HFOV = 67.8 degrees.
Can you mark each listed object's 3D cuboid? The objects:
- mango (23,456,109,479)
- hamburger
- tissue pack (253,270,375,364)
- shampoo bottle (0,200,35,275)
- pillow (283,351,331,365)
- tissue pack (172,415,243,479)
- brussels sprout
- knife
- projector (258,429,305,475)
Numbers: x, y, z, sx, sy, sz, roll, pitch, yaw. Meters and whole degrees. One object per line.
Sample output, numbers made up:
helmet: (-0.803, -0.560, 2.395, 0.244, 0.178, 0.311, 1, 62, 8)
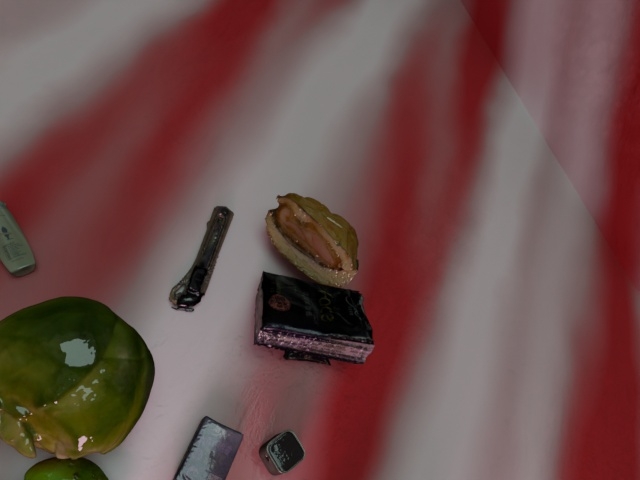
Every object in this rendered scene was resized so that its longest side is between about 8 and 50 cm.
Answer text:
mango: (-0.502, 0.530, 0.998, 0.232, 0.111, 0.125, 26, 60, -10)
hamburger: (0.002, -0.002, 1.467, 0.330, 0.162, 0.209, 40, 23, 15)
tissue pack: (-0.019, 0.209, 1.350, 0.332, 0.123, 0.245, 14, 34, -15)
shampoo bottle: (-0.791, -0.008, 1.201, 0.072, 0.049, 0.212, -30, 77, -29)
pillow: (-0.040, 0.307, 1.362, 0.150, 0.048, 0.091, 12, 65, -21)
tissue pack: (-0.265, 0.519, 1.145, 0.112, 0.051, 0.156, 30, 55, -9)
brussels sprout: (-0.550, 0.281, 1.025, 0.371, 0.276, 0.315, 16, 71, -7)
knife: (-0.335, 0.038, 1.383, 0.089, 0.043, 0.365, 23, 56, -12)
projector: (-0.097, 0.531, 1.192, 0.083, 0.082, 0.083, -27, 76, -33)
